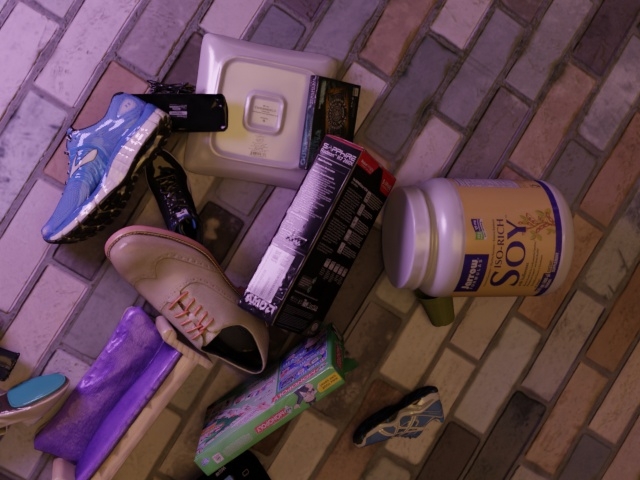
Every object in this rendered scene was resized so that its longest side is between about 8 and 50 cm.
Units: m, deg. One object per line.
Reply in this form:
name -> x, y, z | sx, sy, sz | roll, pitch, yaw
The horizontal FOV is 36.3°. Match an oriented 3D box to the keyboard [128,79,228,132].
keyboard -> -0.271, -0.259, 1.884 | 0.192, 0.038, 0.100 | 1, 97, 3

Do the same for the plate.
plate -> -0.113, -0.250, 1.931 | 0.277, 0.045, 0.278 | 9, 94, -16

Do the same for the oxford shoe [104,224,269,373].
oxford shoe -> -0.231, 0.112, 1.824 | 0.140, 0.146, 0.397 | -43, 124, 17

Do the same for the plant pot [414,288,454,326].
plant pot -> 0.248, 0.136, 2.052 | 0.083, 0.083, 0.079 | -24, 114, -11

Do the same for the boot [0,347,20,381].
boot -> -0.618, 0.204, 1.848 | 0.099, 0.045, 0.121 | 27, 96, -13

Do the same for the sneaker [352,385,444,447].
sneaker -> 0.168, 0.386, 2.049 | 0.211, 0.080, 0.081 | -26, 98, -9

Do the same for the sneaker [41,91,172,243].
sneaker -> -0.424, -0.135, 1.836 | 0.147, 0.130, 0.330 | 37, 94, 10

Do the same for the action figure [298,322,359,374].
action figure -> -0.042, 0.289, 1.999 | 0.232, 0.063, 0.137 | -41, 107, -3

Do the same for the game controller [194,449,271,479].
game controller -> -0.221, 0.555, 1.920 | 0.319, 0.067, 0.166 | -36, 106, -35

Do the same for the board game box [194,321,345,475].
board game box -> -0.093, 0.296, 1.860 | 0.317, 0.213, 0.046 | -35, 104, 11

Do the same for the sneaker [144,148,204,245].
sneaker -> -0.271, -0.074, 1.868 | 0.079, 0.121, 0.216 | -22, 101, -12

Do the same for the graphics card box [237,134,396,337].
graphics card box -> 0.000, 0.000, 1.891 | 0.094, 0.233, 0.371 | 26, 89, 22

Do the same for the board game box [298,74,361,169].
board game box -> 0.018, -0.227, 1.946 | 0.126, 0.026, 0.186 | 5, 94, -45

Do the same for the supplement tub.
supplement tub -> 0.311, -0.005, 1.963 | 0.331, 0.241, 0.241 | 0, 96, -14

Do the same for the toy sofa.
toy sofa -> -0.384, 0.313, 1.865 | 0.177, 0.150, 0.362 | 38, 86, -16

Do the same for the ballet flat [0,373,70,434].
ballet flat -> -0.591, 0.327, 1.859 | 0.248, 0.086, 0.086 | -17, 100, -11
